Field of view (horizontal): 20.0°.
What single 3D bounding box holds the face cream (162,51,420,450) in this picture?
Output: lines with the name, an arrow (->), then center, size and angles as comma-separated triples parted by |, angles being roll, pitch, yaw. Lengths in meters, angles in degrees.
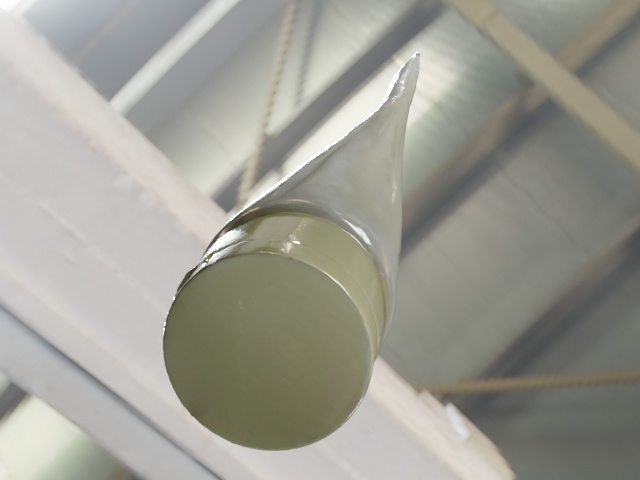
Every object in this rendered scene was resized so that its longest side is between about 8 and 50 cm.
face cream -> 0.000, 0.000, 0.685 | 0.114, 0.070, 0.224 | -54, -176, 20
